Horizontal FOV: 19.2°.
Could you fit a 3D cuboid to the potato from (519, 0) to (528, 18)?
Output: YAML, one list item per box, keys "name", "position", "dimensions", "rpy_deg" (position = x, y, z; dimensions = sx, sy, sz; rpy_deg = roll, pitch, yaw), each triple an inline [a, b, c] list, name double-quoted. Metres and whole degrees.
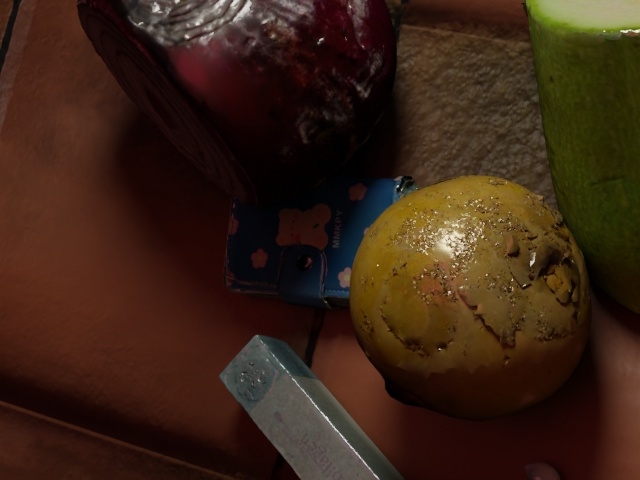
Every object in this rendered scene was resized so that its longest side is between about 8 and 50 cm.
- name: "potato"
  position: [0.257, -0.257, 1.839]
  dimensions: [0.138, 0.070, 0.091]
  rpy_deg: [-45, 68, 14]

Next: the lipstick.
- name: "lipstick"
  position: [0.024, 0.227, 1.880]
  dimensions: [0.066, 0.068, 0.317]
  rpy_deg: [-48, 63, 12]

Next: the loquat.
- name: "loquat"
  position: [0.138, 0.053, 1.757]
  dimensions: [0.235, 0.235, 0.235]
  rpy_deg: [-5, 79, 27]

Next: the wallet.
- name: "wallet"
  position: [0.000, 0.000, 1.939]
  dimensions: [0.202, 0.059, 0.141]
  rpy_deg: [3, 85, 28]

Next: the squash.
- name: "squash"
  position: [0.323, -0.096, 1.755]
  dimensions: [0.233, 0.210, 0.309]
  rpy_deg: [-3, 122, 21]

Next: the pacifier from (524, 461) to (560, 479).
- name: "pacifier"
  position: [0.186, 0.256, 1.775]
  dimensions: [0.150, 0.127, 0.116]
  rpy_deg: [15, 64, 36]

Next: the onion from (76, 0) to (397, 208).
- name: "onion"
  position: [-0.072, -0.214, 1.899]
  dimensions: [0.260, 0.282, 0.337]
  rpy_deg: [-43, 48, -7]
